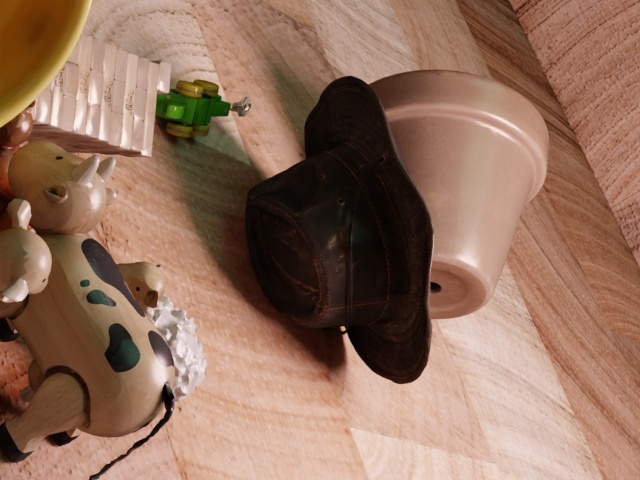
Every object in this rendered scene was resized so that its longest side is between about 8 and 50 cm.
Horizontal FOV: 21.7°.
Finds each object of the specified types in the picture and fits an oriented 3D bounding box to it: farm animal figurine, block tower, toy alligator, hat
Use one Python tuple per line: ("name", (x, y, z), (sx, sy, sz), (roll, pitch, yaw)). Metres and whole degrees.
("farm animal figurine", (-0.216, 0.021, 1.239), (0.327, 0.172, 0.330), (54, 23, -6))
("block tower", (-0.263, -0.141, 1.429), (0.335, 0.091, 0.097), (11, 82, -58))
("toy alligator", (-0.135, -0.146, 1.793), (0.051, 0.056, 0.189), (20, 13, 19))
("hat", (0.000, 0.000, 1.729), (0.134, 0.331, 0.331), (-11, 61, -18))

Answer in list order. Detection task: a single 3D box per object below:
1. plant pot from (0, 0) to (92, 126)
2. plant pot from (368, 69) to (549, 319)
("plant pot", (-0.321, -0.220, 1.162), (0.239, 0.254, 0.254), (39, 7, 41))
("plant pot", (0.136, -0.039, 1.988), (0.263, 0.263, 0.229), (38, 47, -38))
